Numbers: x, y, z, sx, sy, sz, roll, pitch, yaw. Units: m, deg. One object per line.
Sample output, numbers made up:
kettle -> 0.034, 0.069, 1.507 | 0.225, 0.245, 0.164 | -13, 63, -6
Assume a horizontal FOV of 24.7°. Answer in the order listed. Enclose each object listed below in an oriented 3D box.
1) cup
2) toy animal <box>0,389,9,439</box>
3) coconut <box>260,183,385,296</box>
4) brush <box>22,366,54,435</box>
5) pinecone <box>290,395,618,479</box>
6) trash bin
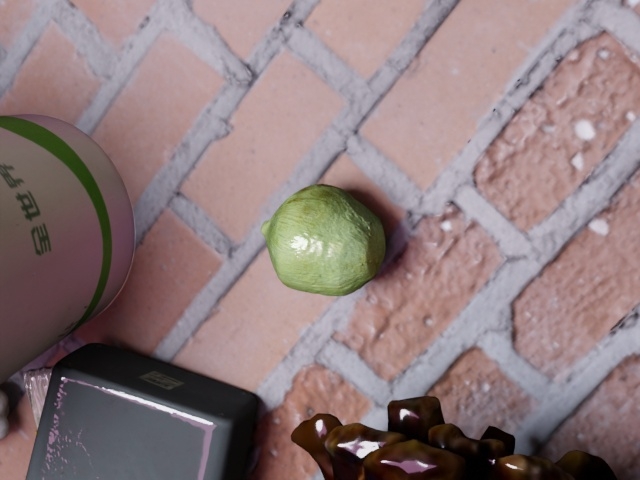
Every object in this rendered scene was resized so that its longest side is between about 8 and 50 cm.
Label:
cup -> -0.286, 0.008, 1.109 | 0.253, 0.274, 0.253 | 6, 105, 22
toy animal -> -0.445, 0.068, 1.247 | 0.180, 0.181, 0.363 | -40, 81, 17
coconut -> 0.000, 0.000, 1.077 | 0.096, 0.088, 0.088 | 15, 107, 15
brush -> -0.182, 0.236, 1.256 | 0.103, 0.013, 0.272 | -11, 97, 27
pinecone -> 0.060, 0.289, 0.977 | 0.397, 0.397, 0.398 | 6, 104, 24
trash bin -> -0.156, 0.219, 1.182 | 0.176, 0.101, 0.236 | 17, 105, 14
